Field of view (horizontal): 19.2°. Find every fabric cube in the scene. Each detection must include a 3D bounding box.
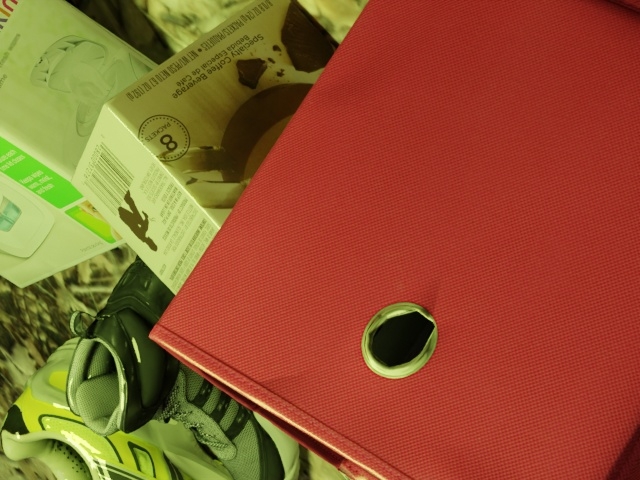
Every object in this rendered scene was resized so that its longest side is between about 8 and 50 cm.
[{"bbox_3d":[0.122,0.034,0.961,0.254,0.258,0.259,29,173,31],"label":"fabric cube"}]

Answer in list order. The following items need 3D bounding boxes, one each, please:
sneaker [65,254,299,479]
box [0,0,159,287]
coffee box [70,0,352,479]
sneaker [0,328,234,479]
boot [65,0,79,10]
[{"bbox_3d":[-0.122,0.136,1.569,0.101,0.153,0.269,9,129,48],"label":"sneaker"},{"bbox_3d":[-0.251,-0.093,1.464,0.231,0.127,0.262,34,154,-21],"label":"box"},{"bbox_3d":[0.000,0.000,1.263,0.297,0.168,0.119,46,148,7],"label":"coffee box"},{"bbox_3d":[-0.142,0.267,1.737,0.385,0.147,0.145,47,147,6],"label":"sneaker"},{"bbox_3d":[-0.271,-0.211,1.479,0.137,0.077,0.198,3,148,45],"label":"boot"}]
